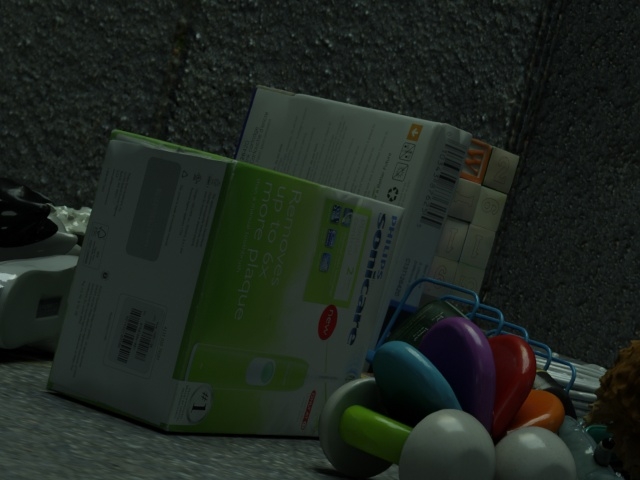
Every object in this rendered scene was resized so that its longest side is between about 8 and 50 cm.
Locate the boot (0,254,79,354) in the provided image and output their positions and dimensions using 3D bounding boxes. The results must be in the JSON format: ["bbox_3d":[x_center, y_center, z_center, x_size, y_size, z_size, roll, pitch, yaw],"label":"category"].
[{"bbox_3d":[-0.276,0.042,1.571,0.123,0.095,0.258,15,-2,14],"label":"boot"}]

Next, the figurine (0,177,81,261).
[{"bbox_3d":[-0.325,-0.007,1.652,0.209,0.092,0.215,-1,-10,4],"label":"figurine"}]

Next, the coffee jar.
[{"bbox_3d":[0.142,0.135,1.671,0.184,0.096,0.079,37,-18,45],"label":"coffee jar"}]

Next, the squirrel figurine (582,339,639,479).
[{"bbox_3d":[0.466,0.152,1.752,0.397,0.281,0.370,21,-6,-1],"label":"squirrel figurine"}]

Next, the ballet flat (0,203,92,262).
[{"bbox_3d":[-0.269,0.036,1.949,0.409,0.147,0.147,12,0,12],"label":"ballet flat"}]

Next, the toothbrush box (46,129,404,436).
[{"bbox_3d":[-0.067,0.042,1.469,0.122,0.206,0.283,15,0,28],"label":"toothbrush box"}]

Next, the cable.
[{"bbox_3d":[0.253,0.179,2.093,0.257,0.089,0.257,14,2,-25],"label":"cable"}]

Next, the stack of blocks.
[{"bbox_3d":[0.087,0.026,1.998,0.087,0.297,0.171,17,0,-40],"label":"stack of blocks"}]

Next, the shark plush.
[{"bbox_3d":[0.224,0.191,1.527,0.073,0.067,0.161,15,1,-7],"label":"shark plush"}]

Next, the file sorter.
[{"bbox_3d":[0.155,0.125,1.856,0.170,0.104,0.118,35,-11,-34],"label":"file sorter"}]

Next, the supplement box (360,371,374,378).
[{"bbox_3d":[0.058,0.154,1.771,0.083,0.043,0.055,13,2,-44],"label":"supplement box"}]

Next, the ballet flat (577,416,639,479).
[{"bbox_3d":[0.297,0.209,1.868,0.188,0.070,0.070,19,-2,-42],"label":"ballet flat"}]

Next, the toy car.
[{"bbox_3d":[0.099,0.125,1.338,0.182,0.136,0.159,14,2,-32],"label":"toy car"}]

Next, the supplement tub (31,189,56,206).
[{"bbox_3d":[-0.381,-0.009,2.142,0.117,0.117,0.190,15,1,14],"label":"supplement tub"}]

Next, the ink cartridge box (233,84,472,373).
[{"bbox_3d":[0.000,0.000,1.988,0.072,0.303,0.307,16,1,-38],"label":"ink cartridge box"}]
